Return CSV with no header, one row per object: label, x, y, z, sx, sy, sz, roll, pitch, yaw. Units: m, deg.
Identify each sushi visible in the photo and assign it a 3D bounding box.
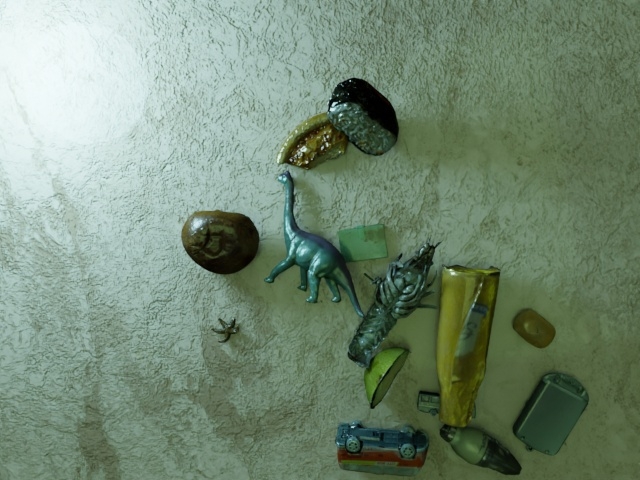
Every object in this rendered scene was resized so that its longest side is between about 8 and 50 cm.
sushi,0.120,-0.329,1.651,0.136,0.225,0.126,-11,61,42

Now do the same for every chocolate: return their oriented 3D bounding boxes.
chocolate,0.399,0.289,1.677,0.162,0.162,0.445,5,93,8

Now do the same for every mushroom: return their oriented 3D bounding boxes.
mushroom,-0.295,0.007,1.777,0.231,0.138,0.194,-4,94,9

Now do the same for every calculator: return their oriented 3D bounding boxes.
calculator,0.644,0.489,1.718,0.141,0.045,0.246,28,98,6

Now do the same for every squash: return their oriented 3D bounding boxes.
squash,0.161,0.374,1.726,0.085,0.184,0.192,30,97,21

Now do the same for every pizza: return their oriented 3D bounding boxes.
pizza,-0.010,-0.286,1.754,0.271,0.056,0.134,-21,83,10

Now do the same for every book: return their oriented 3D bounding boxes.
book,0.122,0.007,1.775,0.135,0.017,0.103,-8,94,9

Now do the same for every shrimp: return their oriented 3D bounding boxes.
shrimp,0.204,0.167,1.713,0.221,0.166,0.410,34,110,3

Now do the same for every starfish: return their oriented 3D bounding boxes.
starfish,-0.288,0.270,1.852,0.091,0.028,0.078,-5,88,12

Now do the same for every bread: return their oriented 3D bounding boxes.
bread,0.596,0.247,1.702,0.115,0.056,0.082,43,100,4

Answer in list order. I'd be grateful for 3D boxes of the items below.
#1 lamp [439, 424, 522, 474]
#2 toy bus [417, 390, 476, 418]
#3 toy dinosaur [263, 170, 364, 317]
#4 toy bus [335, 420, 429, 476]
lamp,0.453,0.591,1.729,0.250,0.101,0.101,29,98,-3
toy bus,0.362,0.472,1.760,0.166,0.047,0.065,5,91,9
toy dinosaur,0.000,0.000,1.719,0.383,0.129,0.331,18,98,29
toy bus,0.178,0.605,1.767,0.265,0.121,0.120,2,103,8
